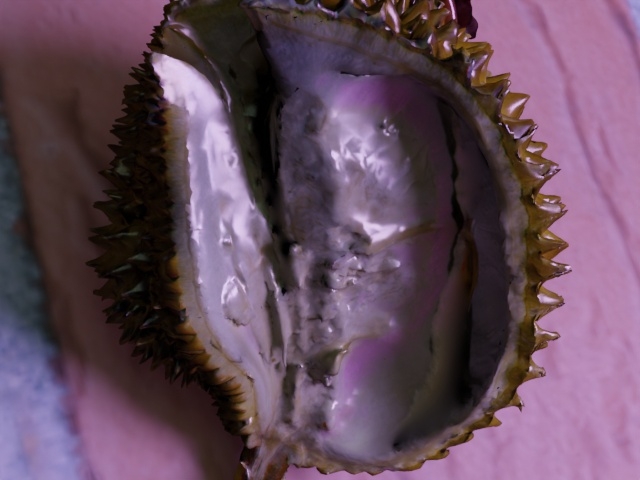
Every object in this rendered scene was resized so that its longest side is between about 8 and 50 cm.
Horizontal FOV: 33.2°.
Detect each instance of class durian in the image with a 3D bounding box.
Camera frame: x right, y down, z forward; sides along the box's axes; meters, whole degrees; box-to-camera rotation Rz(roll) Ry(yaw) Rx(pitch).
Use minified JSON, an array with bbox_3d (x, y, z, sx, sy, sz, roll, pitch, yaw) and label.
[{"bbox_3d":[0.000,0.000,0.462,0.194,0.137,0.237,17,111,-4],"label":"durian"}]

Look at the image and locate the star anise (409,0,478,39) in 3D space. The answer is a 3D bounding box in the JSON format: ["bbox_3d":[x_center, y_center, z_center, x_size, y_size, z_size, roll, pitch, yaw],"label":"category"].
[{"bbox_3d":[0.013,-0.148,0.555,0.140,0.144,0.158,38,65,-53],"label":"star anise"}]
